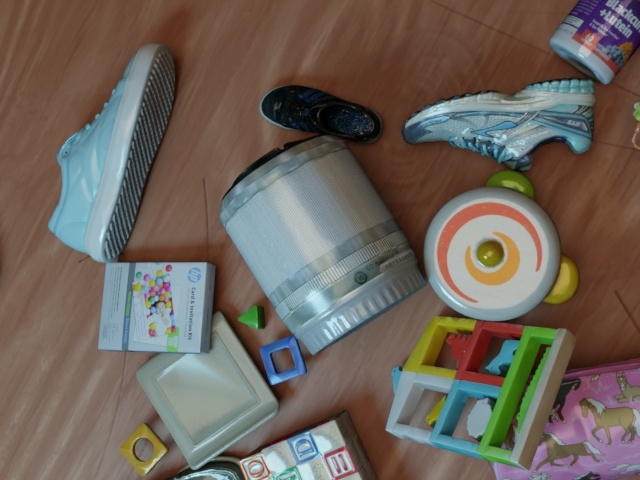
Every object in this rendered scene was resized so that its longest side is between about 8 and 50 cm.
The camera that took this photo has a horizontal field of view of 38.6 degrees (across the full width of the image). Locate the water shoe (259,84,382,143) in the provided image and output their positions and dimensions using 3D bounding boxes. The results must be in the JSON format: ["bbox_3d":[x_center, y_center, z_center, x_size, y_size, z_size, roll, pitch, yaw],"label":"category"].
[{"bbox_3d":[-0.004,-0.201,1.412,0.203,0.080,0.072,13,93,14],"label":"water shoe"}]

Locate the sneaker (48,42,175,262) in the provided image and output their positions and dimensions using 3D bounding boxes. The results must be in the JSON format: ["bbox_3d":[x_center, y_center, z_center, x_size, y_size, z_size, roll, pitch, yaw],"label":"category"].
[{"bbox_3d":[-0.352,-0.155,1.473,0.150,0.135,0.365,20,94,10],"label":"sneaker"}]

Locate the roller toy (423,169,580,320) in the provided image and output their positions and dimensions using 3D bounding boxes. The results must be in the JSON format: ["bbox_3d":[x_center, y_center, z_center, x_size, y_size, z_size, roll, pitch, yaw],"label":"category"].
[{"bbox_3d":[0.249,0.021,1.313,0.191,0.146,0.209,-29,84,13],"label":"roller toy"}]

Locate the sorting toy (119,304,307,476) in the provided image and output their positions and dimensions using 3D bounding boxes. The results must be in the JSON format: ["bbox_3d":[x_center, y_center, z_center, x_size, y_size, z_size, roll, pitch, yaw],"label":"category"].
[{"bbox_3d":[-0.180,0.241,1.475,0.348,0.047,0.196,-36,75,9],"label":"sorting toy"}]

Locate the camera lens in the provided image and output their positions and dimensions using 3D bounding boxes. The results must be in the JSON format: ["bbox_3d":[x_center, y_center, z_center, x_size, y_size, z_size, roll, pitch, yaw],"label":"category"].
[{"bbox_3d":[0.000,0.000,1.338,0.219,0.219,0.274,-34,82,12],"label":"camera lens"}]

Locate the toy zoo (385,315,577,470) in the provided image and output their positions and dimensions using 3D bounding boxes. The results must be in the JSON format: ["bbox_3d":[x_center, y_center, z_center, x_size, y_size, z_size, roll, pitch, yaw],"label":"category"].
[{"bbox_3d":[0.203,0.202,1.288,0.293,0.030,0.192,1,60,53],"label":"toy zoo"}]

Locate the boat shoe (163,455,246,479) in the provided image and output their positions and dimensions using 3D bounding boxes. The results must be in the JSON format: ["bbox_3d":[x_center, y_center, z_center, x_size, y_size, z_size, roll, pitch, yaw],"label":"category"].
[{"bbox_3d":[-0.251,0.439,1.468,0.305,0.091,0.109,-27,84,13],"label":"boat shoe"}]

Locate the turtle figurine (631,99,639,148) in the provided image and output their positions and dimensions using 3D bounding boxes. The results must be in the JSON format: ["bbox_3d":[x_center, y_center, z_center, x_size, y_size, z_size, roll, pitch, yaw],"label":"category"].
[{"bbox_3d":[0.536,-0.250,1.257,0.270,0.087,0.217,-19,113,4],"label":"turtle figurine"}]

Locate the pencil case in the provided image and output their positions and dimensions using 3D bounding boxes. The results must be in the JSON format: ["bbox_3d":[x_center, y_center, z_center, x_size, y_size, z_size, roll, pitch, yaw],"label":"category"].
[{"bbox_3d":[0.416,0.242,1.268,0.386,0.167,0.160,-11,57,14],"label":"pencil case"}]

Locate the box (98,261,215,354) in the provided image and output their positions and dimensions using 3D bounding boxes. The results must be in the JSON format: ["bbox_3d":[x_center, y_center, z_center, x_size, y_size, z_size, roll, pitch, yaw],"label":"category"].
[{"bbox_3d":[-0.265,0.109,1.479,0.186,0.038,0.145,0,79,19],"label":"box"}]

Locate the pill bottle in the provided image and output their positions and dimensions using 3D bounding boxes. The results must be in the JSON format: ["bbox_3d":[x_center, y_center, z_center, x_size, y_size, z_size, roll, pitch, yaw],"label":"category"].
[{"bbox_3d":[0.424,-0.327,1.289,0.108,0.108,0.193,39,99,11],"label":"pill bottle"}]

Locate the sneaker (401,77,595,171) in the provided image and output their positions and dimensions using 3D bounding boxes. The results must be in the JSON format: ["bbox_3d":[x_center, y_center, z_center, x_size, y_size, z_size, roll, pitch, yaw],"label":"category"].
[{"bbox_3d":[0.260,-0.158,1.333,0.283,0.110,0.122,-8,91,14],"label":"sneaker"}]

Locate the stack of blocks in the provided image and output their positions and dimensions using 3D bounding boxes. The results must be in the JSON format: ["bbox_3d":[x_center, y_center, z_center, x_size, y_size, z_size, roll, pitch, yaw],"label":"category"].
[{"bbox_3d":[0.018,0.434,1.402,0.171,0.087,0.297,-26,84,13],"label":"stack of blocks"}]
